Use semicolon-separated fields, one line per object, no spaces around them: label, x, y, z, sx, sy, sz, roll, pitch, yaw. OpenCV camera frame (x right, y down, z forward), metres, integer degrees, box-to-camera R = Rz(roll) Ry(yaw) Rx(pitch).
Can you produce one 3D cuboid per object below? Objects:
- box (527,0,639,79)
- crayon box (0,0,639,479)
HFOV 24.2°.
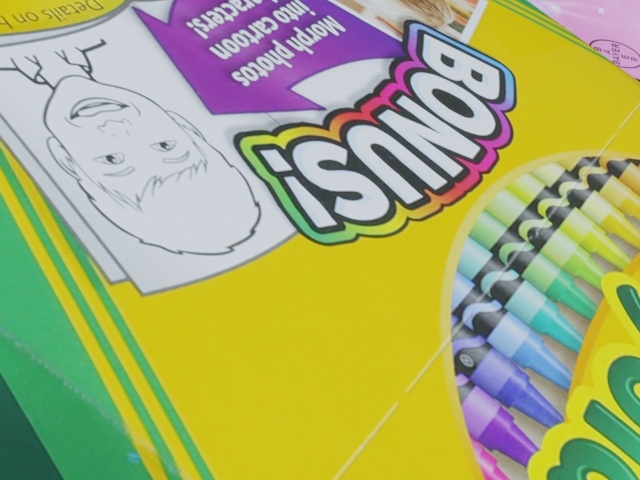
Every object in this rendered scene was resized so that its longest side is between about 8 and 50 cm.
box;0.107;-0.216;0.874;0.213;0.243;0.117;61;51;-68
crayon box;0.000;0.000;0.507;0.106;0.313;0.363;-59;171;33
